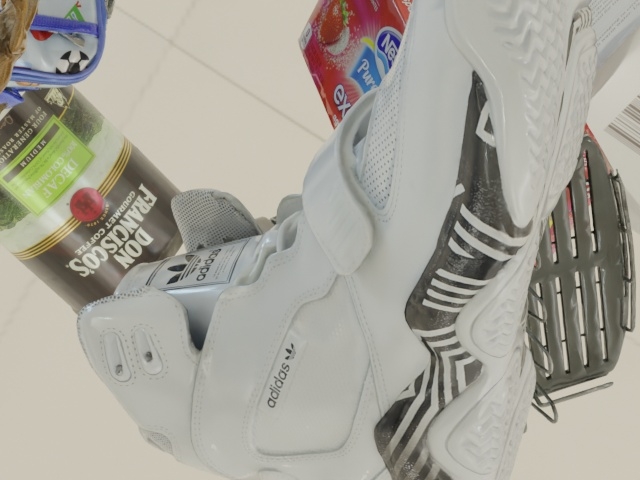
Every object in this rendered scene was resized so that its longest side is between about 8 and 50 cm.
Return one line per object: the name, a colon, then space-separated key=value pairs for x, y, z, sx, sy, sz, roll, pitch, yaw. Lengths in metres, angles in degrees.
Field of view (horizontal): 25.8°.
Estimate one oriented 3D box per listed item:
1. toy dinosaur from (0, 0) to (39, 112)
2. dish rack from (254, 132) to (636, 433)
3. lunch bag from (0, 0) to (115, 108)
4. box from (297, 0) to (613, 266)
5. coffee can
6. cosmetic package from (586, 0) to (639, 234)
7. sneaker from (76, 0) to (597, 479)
toy dinosaur: x=-0.190 y=-0.068 z=0.723 sx=0.064 sy=0.112 sz=0.211 roll=34 pitch=82 yaw=-4
dish rack: x=0.081 y=0.050 z=0.877 sx=0.272 sy=0.074 sz=0.208 roll=-16 pitch=116 yaw=-12
lunch bag: x=-0.320 y=-0.242 z=1.222 sx=0.303 sy=0.115 sz=0.243 roll=0 pitch=90 yaw=-43
box: x=0.092 y=-0.105 z=1.048 sx=0.128 sy=0.256 sz=0.122 roll=4 pitch=136 yaw=-29
coffee can: x=-0.316 y=-0.067 z=1.679 sx=0.201 sy=0.201 sz=0.275 roll=-49 pitch=115 yaw=-8
cosmetic package: x=0.274 y=-0.197 z=1.213 sx=0.155 sy=0.365 sz=0.197 roll=32 pitch=123 yaw=-16
sneaker: x=0.000 y=0.000 z=0.648 sx=0.137 sy=0.210 sz=0.365 roll=-58 pitch=157 yaw=-50
